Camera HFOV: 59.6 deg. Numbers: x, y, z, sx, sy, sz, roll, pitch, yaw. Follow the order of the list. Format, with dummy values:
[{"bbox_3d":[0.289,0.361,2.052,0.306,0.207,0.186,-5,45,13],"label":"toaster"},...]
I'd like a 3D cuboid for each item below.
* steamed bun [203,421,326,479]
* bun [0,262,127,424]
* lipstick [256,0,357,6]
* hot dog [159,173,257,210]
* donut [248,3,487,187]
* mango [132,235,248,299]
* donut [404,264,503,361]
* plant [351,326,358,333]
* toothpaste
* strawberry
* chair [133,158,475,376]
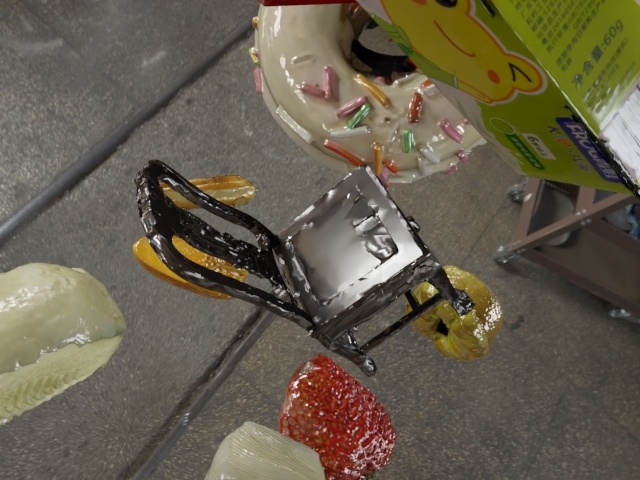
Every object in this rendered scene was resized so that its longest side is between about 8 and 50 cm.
[{"bbox_3d":[-0.120,0.529,1.096,0.247,0.383,0.236,22,85,-1],"label":"steamed bun"},{"bbox_3d":[-0.383,0.125,0.695,0.259,0.259,0.152,-28,77,-25],"label":"bun"},{"bbox_3d":[0.070,-0.280,0.569,0.279,0.073,0.073,-12,76,-16],"label":"lipstick"},{"bbox_3d":[-0.274,-0.105,1.282,0.269,0.109,0.072,-10,109,-20],"label":"hot dog"},{"bbox_3d":[0.090,-0.261,0.722,0.382,0.142,0.383,0,91,5],"label":"donut"},{"bbox_3d":[-0.380,0.072,1.658,0.350,0.199,0.201,13,45,-12],"label":"mango"},{"bbox_3d":[0.303,0.169,1.261,0.128,0.261,0.208,-42,81,-16],"label":"donut"},{"bbox_3d":[0.061,0.231,1.793,0.132,0.194,0.129,4,69,24],"label":"plant"},{"bbox_3d":[0.092,-0.146,0.321,0.327,0.110,0.077,36,88,-29],"label":"toothpaste"},{"bbox_3d":[0.027,0.466,1.416,0.312,0.267,0.351,-37,113,-42],"label":"strawberry"},{"bbox_3d":[0.000,0.000,0.388,0.113,0.229,0.106,-38,48,11],"label":"chair"}]
